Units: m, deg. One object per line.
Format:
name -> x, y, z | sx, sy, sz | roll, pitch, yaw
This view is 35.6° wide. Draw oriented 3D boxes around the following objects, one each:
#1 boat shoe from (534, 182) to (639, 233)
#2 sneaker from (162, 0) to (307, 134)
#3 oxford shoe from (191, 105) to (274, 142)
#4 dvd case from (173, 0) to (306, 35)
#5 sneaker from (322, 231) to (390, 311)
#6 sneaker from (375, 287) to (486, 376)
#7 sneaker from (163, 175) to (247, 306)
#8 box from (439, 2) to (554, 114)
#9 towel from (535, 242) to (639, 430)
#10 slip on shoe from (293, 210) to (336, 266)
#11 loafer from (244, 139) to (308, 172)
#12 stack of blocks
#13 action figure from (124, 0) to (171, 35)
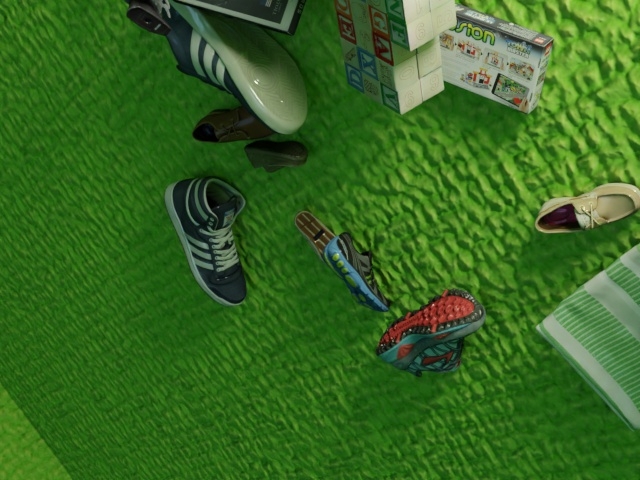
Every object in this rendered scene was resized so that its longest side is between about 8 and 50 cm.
boat shoe -> 0.394, -0.039, 1.480 | 0.170, 0.059, 0.063 | -16, 108, 45
sneaker -> -0.161, -0.300, 1.714 | 0.350, 0.131, 0.148 | 53, 137, 10
oxford shoe -> -0.147, -0.206, 1.805 | 0.212, 0.076, 0.076 | -8, 112, 41
dvd case -> -0.114, -0.436, 1.571 | 0.239, 0.029, 0.179 | 21, 95, 27
sneaker -> 0.078, 0.060, 1.811 | 0.067, 0.078, 0.188 | 3, 137, 51
sneaker -> 0.219, 0.172, 1.775 | 0.125, 0.104, 0.262 | 39, 144, -15
sneaker -> -0.196, 0.001, 1.977 | 0.153, 0.099, 0.282 | -14, 107, 47
box -> 0.230, -0.275, 1.464 | 0.207, 0.036, 0.114 | 27, 133, 23
towel -> 0.500, 0.139, 1.484 | 0.248, 0.038, 0.325 | 47, 138, 4
slip on shoe -> 0.000, 0.000, 1.857 | 0.135, 0.051, 0.041 | 46, 178, -8
loafer -> -0.075, -0.150, 1.803 | 0.148, 0.056, 0.050 | 15, 129, 45
stack of blocks -> 0.100, -0.328, 1.389 | 0.171, 0.087, 0.297 | 39, 152, 41
action figure -> -0.276, -0.472, 1.615 | 0.099, 0.285, 0.185 | 14, 139, -26
